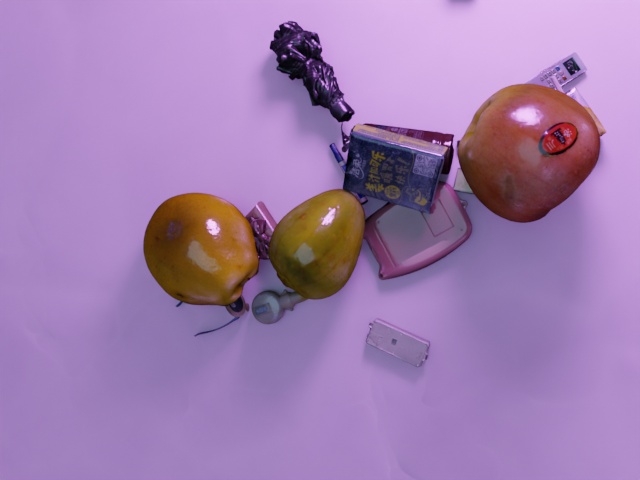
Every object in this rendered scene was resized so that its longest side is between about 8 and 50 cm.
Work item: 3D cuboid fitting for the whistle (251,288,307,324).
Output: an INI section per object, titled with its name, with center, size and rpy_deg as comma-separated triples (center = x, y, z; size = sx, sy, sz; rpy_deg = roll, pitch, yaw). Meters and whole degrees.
[whistle]
center = -0.120, 0.191, 1.916
size = 0.198, 0.057, 0.104
rpy_deg = -20, 86, 18

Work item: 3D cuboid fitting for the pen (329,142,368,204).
[pen]
center = 0.082, -0.199, 1.859
size = 0.025, 0.025, 0.204
rpy_deg = -31, 83, 16

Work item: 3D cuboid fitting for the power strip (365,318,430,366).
[power strip]
center = 0.224, 0.298, 1.826
size = 0.192, 0.035, 0.082
rpy_deg = 23, 99, 15

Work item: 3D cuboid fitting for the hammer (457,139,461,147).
[hammer]
center = 0.474, -0.302, 1.738
size = 0.201, 0.021, 0.078
rpy_deg = -27, 84, 16

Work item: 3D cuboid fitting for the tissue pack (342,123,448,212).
[tissue pack]
center = 0.197, -0.194, 1.700
size = 0.257, 0.081, 0.185
rpy_deg = 17, 128, 12

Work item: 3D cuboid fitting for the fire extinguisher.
[fire extinguisher]
center = 0.206, -0.272, 1.779
size = 0.337, 0.114, 0.135
rpy_deg = 10, 52, 15

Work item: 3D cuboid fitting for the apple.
[apple]
center = 0.505, -0.230, 1.553
size = 0.305, 0.338, 0.338
rpy_deg = 43, 103, 5

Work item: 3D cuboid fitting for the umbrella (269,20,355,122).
[umbrella]
center = -0.035, -0.481, 1.830
size = 0.154, 0.128, 0.337
rpy_deg = -26, 83, 16

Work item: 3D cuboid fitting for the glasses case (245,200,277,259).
[glasses case]
center = -0.176, -0.014, 1.920
size = 0.102, 0.070, 0.194
rpy_deg = -36, 81, 16

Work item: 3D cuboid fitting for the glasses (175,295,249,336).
[glasses]
center = -0.359, 0.204, 1.973
size = 0.220, 0.088, 0.190
rpy_deg = -37, 82, 15

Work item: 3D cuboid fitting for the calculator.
[calculator]
center = 0.270, -0.032, 1.791
size = 0.329, 0.048, 0.220
rpy_deg = -30, 82, 18

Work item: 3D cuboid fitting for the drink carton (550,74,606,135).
[drink carton]
center = 0.662, -0.343, 1.652
size = 0.084, 0.074, 0.200
rpy_deg = -33, 82, 13

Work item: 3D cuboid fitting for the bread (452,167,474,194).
[bread]
center = 0.449, -0.158, 1.747
size = 0.153, 0.028, 0.068
rpy_deg = 12, 95, 17

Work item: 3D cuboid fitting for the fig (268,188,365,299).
[fig]
center = 0.000, 0.000, 1.786
size = 0.258, 0.258, 0.326
rpy_deg = 33, 82, 13

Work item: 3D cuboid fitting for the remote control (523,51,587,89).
[remote control]
center = 0.624, -0.434, 1.685
size = 0.166, 0.029, 0.065
rpy_deg = -32, 81, 11

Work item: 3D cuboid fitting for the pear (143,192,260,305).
[pear]
center = -0.384, 0.014, 1.865
size = 0.386, 0.191, 0.340
rpy_deg = 32, 88, 28
